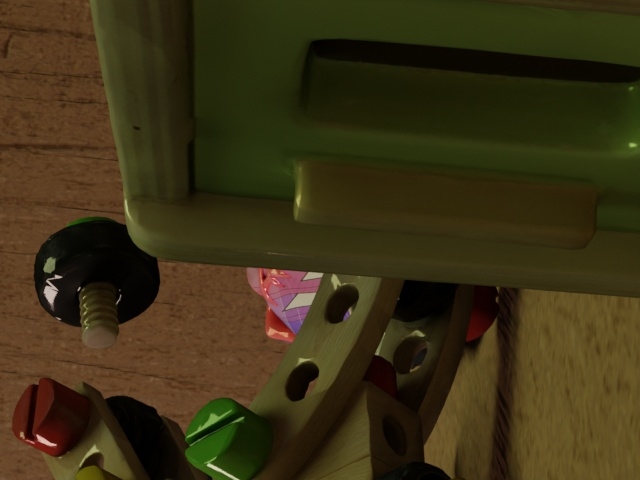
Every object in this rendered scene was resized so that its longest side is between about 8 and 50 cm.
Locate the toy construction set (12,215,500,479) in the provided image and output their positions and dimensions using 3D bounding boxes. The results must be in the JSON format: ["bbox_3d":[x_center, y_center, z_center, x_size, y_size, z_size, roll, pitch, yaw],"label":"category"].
[{"bbox_3d":[-0.014,0.148,0.933,0.309,0.258,0.237,66,-170,-49],"label":"toy construction set"}]

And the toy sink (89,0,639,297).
[{"bbox_3d":[0.035,-0.065,0.427,0.234,0.153,0.131,105,170,-75],"label":"toy sink"}]

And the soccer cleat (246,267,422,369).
[{"bbox_3d":[0.000,0.000,1.236,0.318,0.116,0.108,71,-158,-65],"label":"soccer cleat"}]

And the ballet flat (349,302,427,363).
[{"bbox_3d":[0.050,0.030,1.075,0.203,0.074,0.074,103,173,-76],"label":"ballet flat"}]
